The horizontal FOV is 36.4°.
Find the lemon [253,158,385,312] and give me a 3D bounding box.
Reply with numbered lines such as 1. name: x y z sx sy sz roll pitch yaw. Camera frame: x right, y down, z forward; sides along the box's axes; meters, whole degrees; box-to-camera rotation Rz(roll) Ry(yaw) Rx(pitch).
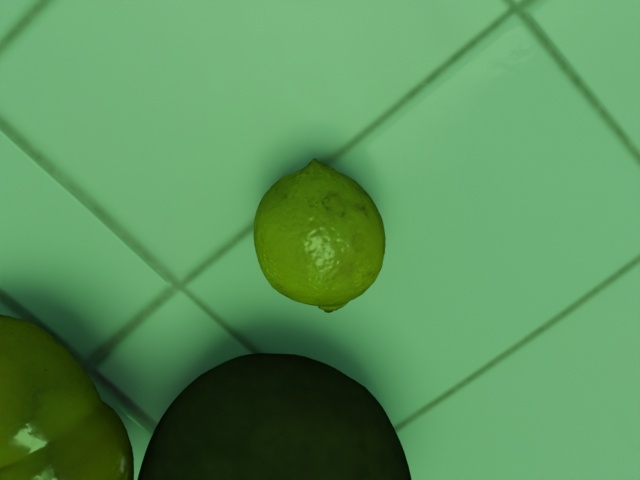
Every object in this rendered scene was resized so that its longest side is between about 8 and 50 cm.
1. lemon: 0.000 0.000 0.793 0.109 0.109 0.133 -8 110 4

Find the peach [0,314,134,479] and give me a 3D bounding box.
1. peach: -0.270 0.179 0.834 0.251 0.153 0.251 10 115 22

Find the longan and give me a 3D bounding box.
1. longan: -0.037 0.231 0.839 0.258 0.258 0.258 0 116 0
